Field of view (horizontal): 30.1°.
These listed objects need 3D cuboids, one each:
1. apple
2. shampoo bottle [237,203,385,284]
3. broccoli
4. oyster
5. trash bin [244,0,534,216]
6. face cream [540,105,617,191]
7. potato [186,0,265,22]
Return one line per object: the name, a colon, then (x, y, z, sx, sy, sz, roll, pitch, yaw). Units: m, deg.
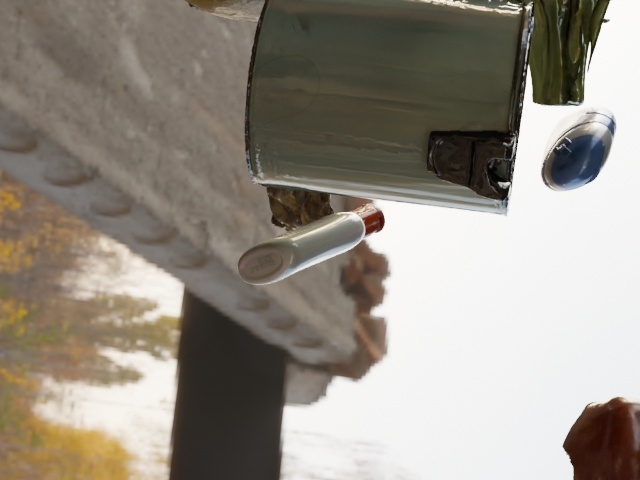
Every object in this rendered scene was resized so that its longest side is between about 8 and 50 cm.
apple: (0.367, 0.264, 1.412, 0.147, 0.156, 0.158, -5, -99, 62)
shampoo bottle: (0.000, 0.000, 1.489, 0.108, 0.221, 0.051, -23, -90, 44)
broccoli: (0.281, -0.283, 1.454, 0.247, 0.263, 0.243, -8, -93, 58)
oyster: (-0.033, -0.058, 1.757, 0.345, 0.078, 0.129, 158, -72, -75)
trash bin: (0.076, -0.148, 1.217, 0.277, 0.262, 0.217, -68, 162, -58)
face cream: (0.405, -0.143, 1.867, 0.149, 0.083, 0.264, -51, 180, 19)
potato: (-0.058, -0.308, 1.457, 0.100, 0.261, 0.120, -116, -161, -55)
